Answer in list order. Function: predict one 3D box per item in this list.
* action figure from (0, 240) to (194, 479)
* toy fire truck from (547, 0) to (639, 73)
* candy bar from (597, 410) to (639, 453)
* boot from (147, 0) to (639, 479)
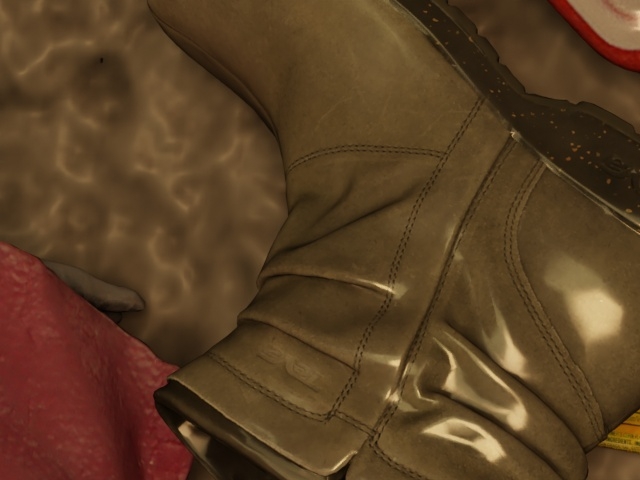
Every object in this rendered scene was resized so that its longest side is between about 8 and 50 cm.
[{"bbox_3d":[-0.139,0.163,0.593,0.248,0.276,0.370,0,66,11],"label":"action figure"},{"bbox_3d":[0.171,-0.131,0.568,0.254,0.302,0.169,-33,27,27],"label":"toy fire truck"},{"bbox_3d":[0.078,0.050,0.666,0.161,0.018,0.040,6,78,19],"label":"candy bar"},{"bbox_3d":[0.000,0.000,0.632,0.246,0.083,0.161,34,68,24],"label":"boot"}]
